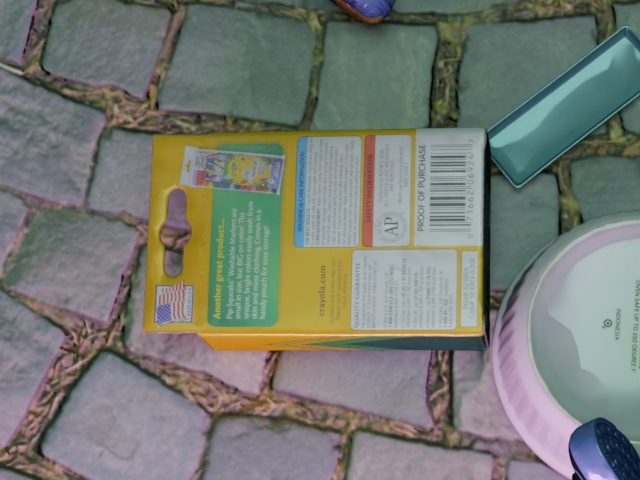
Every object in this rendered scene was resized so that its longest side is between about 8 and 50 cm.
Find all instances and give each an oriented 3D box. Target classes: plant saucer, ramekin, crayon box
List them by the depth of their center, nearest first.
[{"bbox_3d":[0.292,0.095,1.788,0.273,0.127,0.272,-2,75,6],"label":"ramekin"},{"bbox_3d":[0.000,0.000,1.863,0.323,0.083,0.203,0,76,8],"label":"crayon box"},{"bbox_3d":[0.247,-0.130,1.911,0.192,0.018,0.067,-37,74,-5],"label":"plant saucer"}]

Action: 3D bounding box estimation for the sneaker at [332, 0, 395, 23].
[{"bbox_3d":[0.000,-0.353,1.949,0.131,0.112,0.296,-36,75,-5],"label":"sneaker"}]

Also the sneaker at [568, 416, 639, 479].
[{"bbox_3d":[0.253,0.243,1.709,0.090,0.232,0.081,-22,41,19],"label":"sneaker"}]
